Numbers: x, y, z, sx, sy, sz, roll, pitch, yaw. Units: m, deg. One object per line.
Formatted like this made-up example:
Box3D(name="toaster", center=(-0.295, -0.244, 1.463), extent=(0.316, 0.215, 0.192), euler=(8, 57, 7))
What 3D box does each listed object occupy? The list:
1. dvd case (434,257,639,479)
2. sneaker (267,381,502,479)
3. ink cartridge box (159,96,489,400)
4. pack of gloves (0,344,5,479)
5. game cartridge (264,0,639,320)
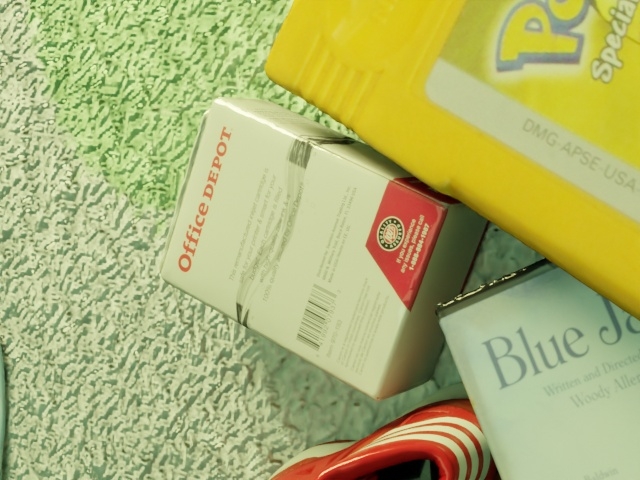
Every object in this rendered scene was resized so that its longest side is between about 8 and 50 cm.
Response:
Box3D(name="dvd case", center=(0.177, 0.110, 0.582), extent=(0.180, 0.022, 0.253), euler=(-26, 73, 17))
Box3D(name="sneaker", center=(-0.005, 0.147, 0.675), extent=(0.221, 0.128, 0.087), euler=(-42, 73, 26))
Box3D(name="ink cartridge box", center=(0.000, 0.000, 0.696), extent=(0.150, 0.063, 0.109), euler=(27, 108, 27))
Box3D(name="pack of gloves", center=(-0.302, 0.140, 0.905), extent=(0.195, 0.046, 0.232), euler=(4, 97, 30))
Box3D(name="game cartridge", center=(0.147, -0.127, 0.569), extent=(0.324, 0.053, 0.285), euler=(35, 106, 31))
